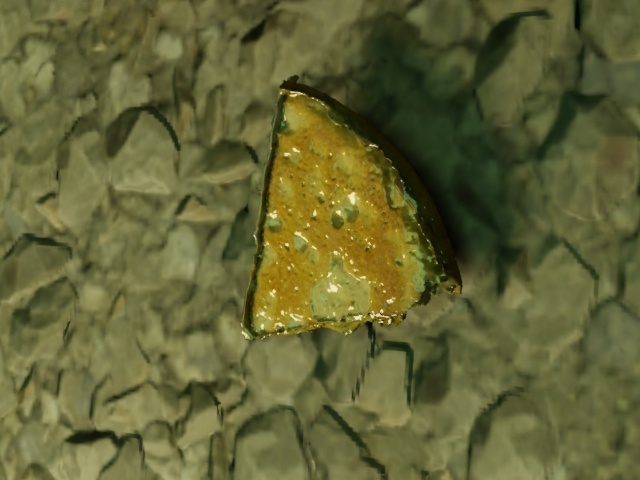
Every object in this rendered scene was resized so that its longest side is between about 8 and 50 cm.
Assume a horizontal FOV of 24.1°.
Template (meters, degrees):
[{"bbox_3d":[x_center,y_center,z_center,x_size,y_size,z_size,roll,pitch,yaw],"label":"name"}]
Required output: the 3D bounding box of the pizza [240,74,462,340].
[{"bbox_3d":[0.000,0.000,0.631,0.108,0.026,0.123,-48,62,25],"label":"pizza"}]
